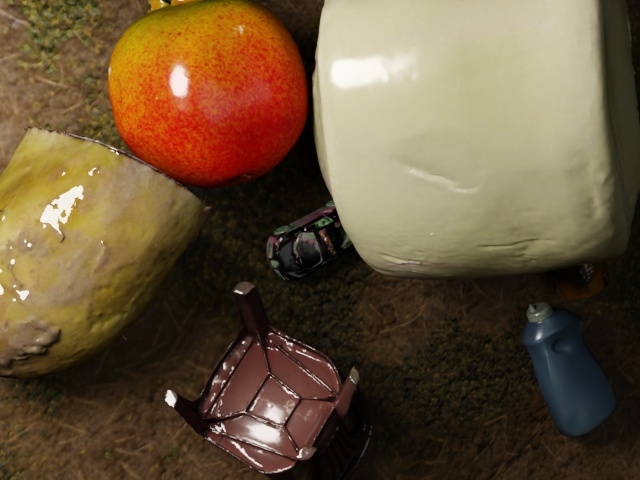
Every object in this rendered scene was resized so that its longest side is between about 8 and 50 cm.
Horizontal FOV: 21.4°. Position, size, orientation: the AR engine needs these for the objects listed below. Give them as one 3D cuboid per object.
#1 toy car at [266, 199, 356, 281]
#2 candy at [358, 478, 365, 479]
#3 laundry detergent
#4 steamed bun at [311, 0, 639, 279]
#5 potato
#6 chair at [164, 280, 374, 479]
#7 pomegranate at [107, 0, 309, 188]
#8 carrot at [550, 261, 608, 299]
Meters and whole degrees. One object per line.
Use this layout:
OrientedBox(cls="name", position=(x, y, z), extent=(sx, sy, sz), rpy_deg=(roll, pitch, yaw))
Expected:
OrientedBox(cls="toy car", position=(0.000, 0.000, 2.059), extent=(0.142, 0.055, 0.069), rpy_deg=(-28, 109, -29))
OrientedBox(cls="candy", position=(0.034, 0.469, 2.126), extent=(0.157, 0.100, 0.306), rpy_deg=(45, 73, -29))
OrientedBox(cls="laundry detergent", position=(0.330, 0.165, 2.307), extent=(0.097, 0.061, 0.206), rpy_deg=(-34, 114, -17))
OrientedBox(cls="steamed bun", position=(0.177, -0.110, 1.894), extent=(0.456, 0.371, 0.290), rpy_deg=(60, 23, -58))
OrientedBox(cls="potato", position=(-0.277, 0.027, 1.790), extent=(0.229, 0.229, 0.266), rpy_deg=(31, 84, -34))
OrientedBox(cls="chair", position=(-0.045, 0.202, 2.023), extent=(0.175, 0.183, 0.326), rpy_deg=(-57, 167, -15))
OrientedBox(cls="pomegranate", position=(-0.126, -0.184, 1.855), extent=(0.221, 0.221, 0.256), rpy_deg=(-12, 96, -33))
OrientedBox(cls="carrot", position=(0.337, -0.007, 2.276), extent=(0.082, 0.082, 0.173), rpy_deg=(-24, 103, -29))
